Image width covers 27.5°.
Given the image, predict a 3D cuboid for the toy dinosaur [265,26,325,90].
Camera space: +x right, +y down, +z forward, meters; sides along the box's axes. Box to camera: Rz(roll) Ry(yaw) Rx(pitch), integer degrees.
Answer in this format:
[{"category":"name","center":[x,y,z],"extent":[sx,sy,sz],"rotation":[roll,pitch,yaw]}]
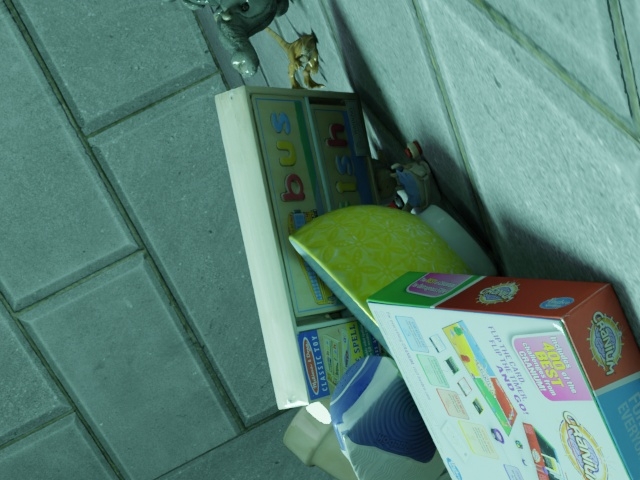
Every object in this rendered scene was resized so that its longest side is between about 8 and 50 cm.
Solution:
[{"category":"toy dinosaur","center":[-0.033,-0.290,2.038],"extent":[0.211,0.064,0.112],"rotation":[-157,57,-68]}]

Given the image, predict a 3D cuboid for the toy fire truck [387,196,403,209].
[{"category":"toy fire truck","center":[0.114,-0.012,1.972],"extent":[0.192,0.047,0.135],"rotation":[61,176,33]}]

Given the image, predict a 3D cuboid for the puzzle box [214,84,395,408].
[{"category":"puzzle box","center":[0.000,0.000,1.723],"extent":[0.272,0.052,0.408],"rotation":[-7,-96,-55]}]

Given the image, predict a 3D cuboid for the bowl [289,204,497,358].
[{"category":"bowl","center":[0.114,0.051,1.542],"extent":[0.289,0.156,0.289],"rotation":[48,177,3]}]

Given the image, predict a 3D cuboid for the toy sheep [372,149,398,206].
[{"category":"toy sheep","center":[0.063,-0.080,1.890],"extent":[0.132,0.091,0.091],"rotation":[-12,107,56]}]

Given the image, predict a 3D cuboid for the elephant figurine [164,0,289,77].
[{"category":"elephant figurine","center":[-0.120,-0.373,1.955],"extent":[0.239,0.186,0.169],"rotation":[33,-160,22]}]

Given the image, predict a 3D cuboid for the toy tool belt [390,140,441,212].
[{"category":"toy tool belt","center":[0.112,-0.076,1.625],"extent":[0.083,0.051,0.052],"rotation":[65,174,-21]}]

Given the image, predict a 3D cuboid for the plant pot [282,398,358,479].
[{"category":"plant pot","center":[0.142,0.341,2.292],"extent":[0.280,0.323,0.323],"rotation":[45,170,16]}]

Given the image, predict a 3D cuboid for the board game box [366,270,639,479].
[{"category":"board game box","center":[0.197,0.152,1.271],"extent":[0.316,0.064,0.242],"rotation":[2,121,60]}]

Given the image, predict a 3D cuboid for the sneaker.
[{"category":"sneaker","center":[0.083,0.226,1.547],"extent":[0.182,0.127,0.315],"rotation":[41,175,46]}]
